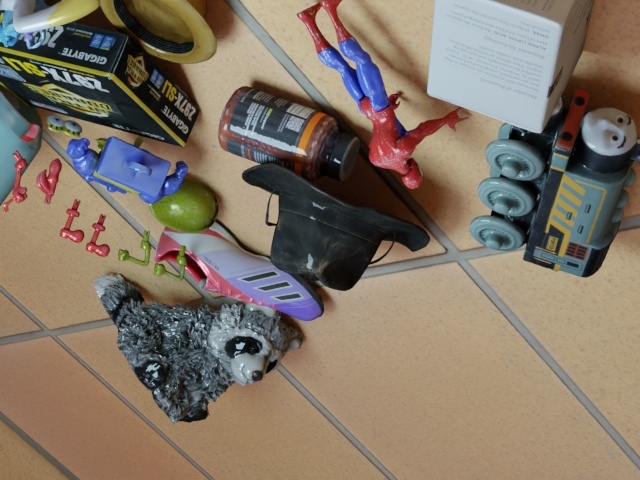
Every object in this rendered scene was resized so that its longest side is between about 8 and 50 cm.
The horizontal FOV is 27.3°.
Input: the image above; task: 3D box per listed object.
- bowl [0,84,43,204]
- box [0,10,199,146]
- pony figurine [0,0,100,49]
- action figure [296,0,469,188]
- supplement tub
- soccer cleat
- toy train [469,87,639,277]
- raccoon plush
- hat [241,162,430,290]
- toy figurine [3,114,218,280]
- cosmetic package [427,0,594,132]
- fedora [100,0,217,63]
[{"bbox_3d":[-0.584,-0.210,2.210,0.311,0.163,0.311,55,-175,-7],"label":"bowl"},{"bbox_3d":[-0.382,-0.259,2.040,0.322,0.079,0.257,16,165,24],"label":"box"},{"bbox_3d":[-0.410,-0.395,1.757,0.363,0.351,0.303,-10,136,23],"label":"pony figurine"},{"bbox_3d":[0.092,-0.210,1.781,0.091,0.139,0.280,-13,105,53],"label":"action figure"},{"bbox_3d":[-0.045,-0.151,1.947,0.198,0.106,0.106,22,147,15],"label":"supplement tub"},{"bbox_3d":[-0.144,0.068,2.331,0.318,0.116,0.108,33,149,-2],"label":"soccer cleat"},{"bbox_3d":[0.309,-0.077,1.717,0.190,0.142,0.334,17,151,9],"label":"toy train"},{"bbox_3d":[-0.243,0.134,2.525,0.446,0.299,0.216,53,177,30],"label":"raccoon plush"},{"bbox_3d":[0.000,0.000,1.988,0.331,0.134,0.331,23,174,2],"label":"hat"},{"bbox_3d":[-0.303,-0.075,2.111,0.362,0.191,0.217,26,164,-23],"label":"toy figurine"},{"bbox_3d":[0.223,-0.255,1.524,0.151,0.151,0.183,22,148,16],"label":"cosmetic package"},{"bbox_3d":[-0.221,-0.334,1.870,0.194,0.079,0.194,19,154,10],"label":"fedora"}]
